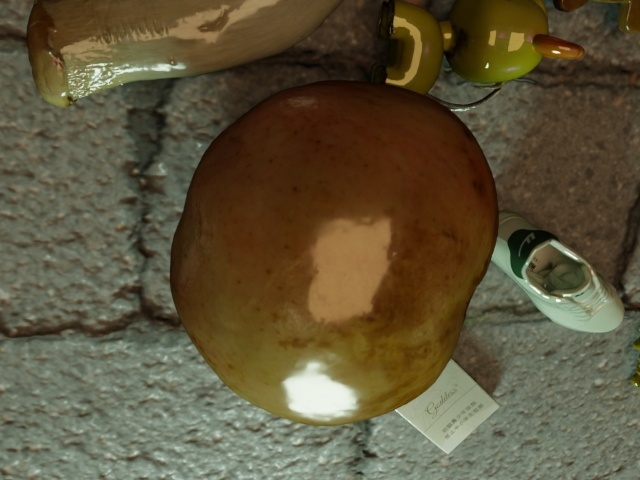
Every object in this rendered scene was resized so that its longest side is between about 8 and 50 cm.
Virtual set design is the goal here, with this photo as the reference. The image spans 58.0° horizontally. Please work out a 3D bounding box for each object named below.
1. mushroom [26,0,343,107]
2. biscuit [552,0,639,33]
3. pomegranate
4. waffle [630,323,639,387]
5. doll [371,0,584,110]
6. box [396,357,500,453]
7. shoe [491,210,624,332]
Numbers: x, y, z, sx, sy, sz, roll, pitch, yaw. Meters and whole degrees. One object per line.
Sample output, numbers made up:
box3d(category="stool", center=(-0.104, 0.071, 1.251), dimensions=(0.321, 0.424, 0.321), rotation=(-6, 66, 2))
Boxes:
box3d(category="mushroom", center=(-0.117, -0.229, 0.576), dimensions=(0.352, 0.095, 0.122), rotation=(-22, 94, -7))
box3d(category="biscuit", center=(0.366, -0.310, 0.658), dimensions=(0.205, 0.031, 0.138), rotation=(2, 115, -11))
box3d(category="pomegranate", center=(0.000, 0.000, 0.575), dimensions=(0.339, 0.338, 0.337), rotation=(-4, 109, -12))
box3d(category="waffle", center=(0.568, 0.165, 0.875), dimensions=(0.193, 0.070, 0.197), rotation=(23, 99, -18))
box3d(category="doll", center=(0.169, -0.208, 0.627), dimensions=(0.221, 0.143, 0.135), rotation=(0, 106, -5))
box3d(category="box", center=(0.157, 0.212, 0.816), dimensions=(0.109, 0.029, 0.198), rotation=(-45, 113, 4))
box3d(category="shoe", center=(0.327, 0.062, 0.763), dimensions=(0.265, 0.110, 0.095), rotation=(33, 97, -18))
